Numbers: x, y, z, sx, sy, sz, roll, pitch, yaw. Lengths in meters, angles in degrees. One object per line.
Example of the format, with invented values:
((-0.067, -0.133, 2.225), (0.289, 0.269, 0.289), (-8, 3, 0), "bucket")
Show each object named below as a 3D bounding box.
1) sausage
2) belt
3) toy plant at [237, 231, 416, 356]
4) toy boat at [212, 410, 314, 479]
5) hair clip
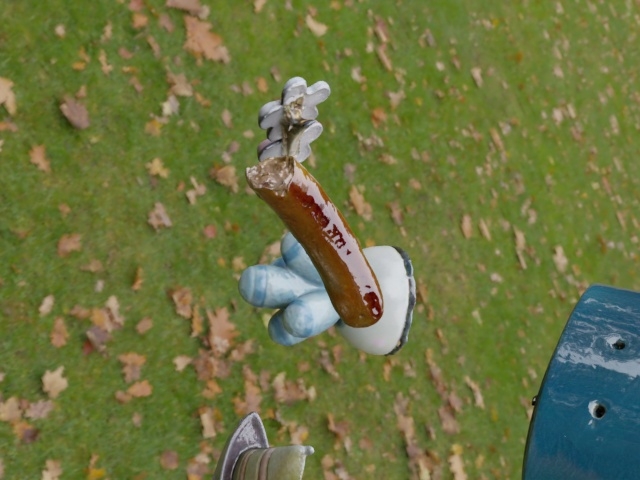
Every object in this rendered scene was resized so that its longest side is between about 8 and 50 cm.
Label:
((0.001, -0.002, 1.233), (0.302, 0.076, 0.103), (55, 29, -28), "sausage")
((0.381, 0.231, 1.138), (0.436, 0.173, 0.300), (-33, 129, -52), "belt")
((-0.003, 0.107, 1.765), (0.332, 0.247, 0.247), (6, 58, -18), "toy plant")
((-0.128, 0.495, 1.723), (0.111, 0.293, 0.276), (11, 91, -23), "toy boat")
((-0.047, -0.195, 1.545), (0.146, 0.257, 0.075), (-37, 80, -19), "hair clip")
